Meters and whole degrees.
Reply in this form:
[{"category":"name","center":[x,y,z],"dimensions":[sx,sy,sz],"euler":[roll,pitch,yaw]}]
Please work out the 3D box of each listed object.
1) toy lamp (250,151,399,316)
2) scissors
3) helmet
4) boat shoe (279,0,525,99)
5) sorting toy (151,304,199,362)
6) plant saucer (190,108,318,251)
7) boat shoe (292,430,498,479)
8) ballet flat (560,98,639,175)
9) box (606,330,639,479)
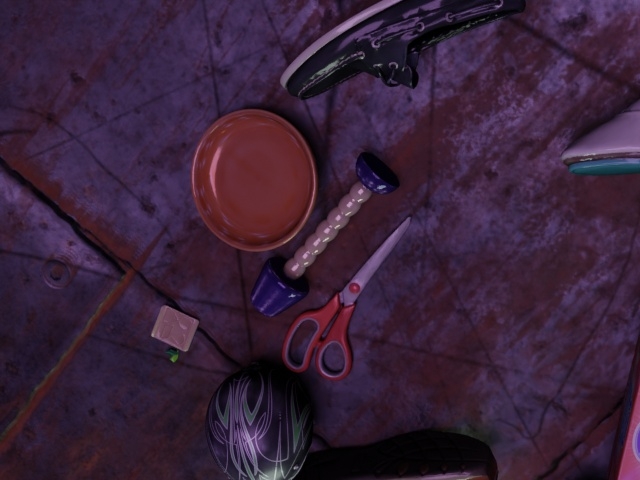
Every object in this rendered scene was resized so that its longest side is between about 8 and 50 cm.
[{"category":"toy lamp","center":[0.000,0.000,1.581],"dimensions":[0.080,0.080,0.275],"euler":[42,112,-1]},{"category":"scissors","center":[0.032,0.077,1.626],"dimensions":[0.109,0.021,0.297],"euler":[25,113,8]},{"category":"helmet","center":[-0.090,0.273,1.641],"dimensions":[0.169,0.161,0.169],"euler":[5,113,12]},{"category":"boat shoe","center":[0.109,-0.254,1.448],"dimensions":[0.340,0.127,0.113],"euler":[-29,86,11]},{"category":"sorting toy","center":[-0.226,0.145,1.717],"dimensions":[0.062,0.012,0.083],"euler":[23,108,1]},{"category":"plant saucer","center":[-0.089,-0.085,1.577],"dimensions":[0.200,0.037,0.200],"euler":[3,98,26]},{"category":"boat shoe","center":[0.108,0.367,1.656],"dimensions":[0.324,0.122,0.120],"euler":[-12,109,26]},{"category":"ballet flat","center":[0.503,-0.144,1.395],"dimensions":[0.400,0.139,0.139],"euler":[1,107,10]},{"category":"box","center":[0.478,0.242,1.495],"dimensions":[0.142,0.154,0.300],"euler":[11,110,11]}]
